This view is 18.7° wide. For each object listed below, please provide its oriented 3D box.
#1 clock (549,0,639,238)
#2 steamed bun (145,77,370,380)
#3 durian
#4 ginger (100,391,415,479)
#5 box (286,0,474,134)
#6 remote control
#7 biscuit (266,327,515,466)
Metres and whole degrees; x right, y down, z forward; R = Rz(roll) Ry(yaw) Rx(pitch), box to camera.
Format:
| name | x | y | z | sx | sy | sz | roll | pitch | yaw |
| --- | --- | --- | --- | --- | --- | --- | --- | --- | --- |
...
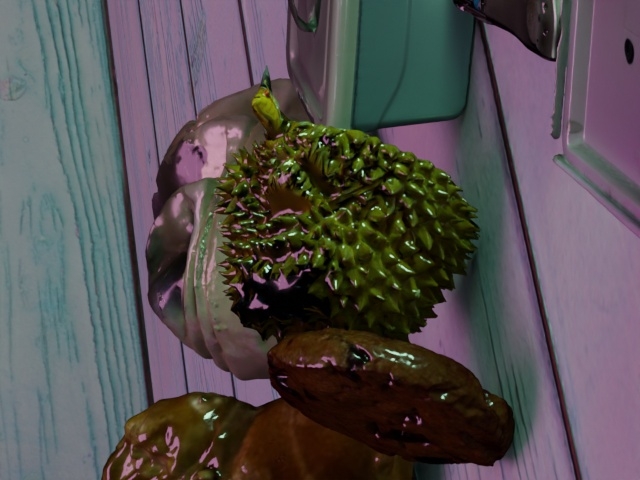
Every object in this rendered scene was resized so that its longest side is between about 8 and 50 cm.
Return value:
| name | x | y | z | sx | sy | sz | roll | pitch | yaw |
| --- | --- | --- | --- | --- | --- | --- | --- | --- | --- |
| clock | 0.180 | -0.080 | 0.959 | 0.192 | 0.071 | 0.147 | -125 | 34 | -67 |
| steamed bun | -0.061 | -0.002 | 1.787 | 0.320 | 0.206 | 0.275 | 131 | 133 | -78 |
| durian | 0.000 | 0.000 | 1.401 | 0.193 | 0.237 | 0.138 | 1 | 52 | 44 |
| ginger | -0.051 | 0.273 | 1.641 | 0.152 | 0.274 | 0.357 | -99 | 10 | -65 |
| box | 0.038 | -0.194 | 1.448 | 0.162 | 0.130 | 0.227 | -116 | 24 | -59 |
| remote control | 0.126 | -0.163 | 1.283 | 0.212 | 0.028 | 0.059 | -129 | 39 | -70 |
| biscuit | 0.047 | 0.115 | 1.380 | 0.192 | 0.192 | 0.049 | 117 | 175 | -66 |
